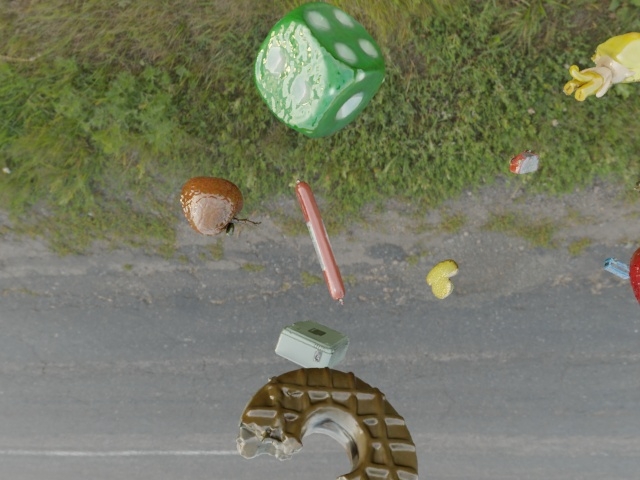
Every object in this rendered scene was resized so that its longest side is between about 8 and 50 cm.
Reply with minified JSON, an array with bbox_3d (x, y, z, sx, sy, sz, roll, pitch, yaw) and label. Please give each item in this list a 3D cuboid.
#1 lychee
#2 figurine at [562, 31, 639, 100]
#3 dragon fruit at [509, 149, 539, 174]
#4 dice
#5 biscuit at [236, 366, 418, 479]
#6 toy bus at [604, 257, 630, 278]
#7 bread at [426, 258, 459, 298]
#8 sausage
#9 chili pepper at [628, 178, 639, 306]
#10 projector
[{"bbox_3d":[-0.175,-0.060,0.761,0.140,0.114,0.101,19,128,-3],"label":"lychee"},{"bbox_3d":[0.741,-0.442,1.097,0.246,0.156,0.131,-35,146,-7],"label":"figurine"},{"bbox_3d":[0.567,-0.222,1.216,0.083,0.060,0.056,-16,121,-18],"label":"dragon fruit"},{"bbox_3d":[-0.003,-0.516,1.328,0.300,0.297,0.287,52,137,6],"label":"dice"},{"bbox_3d":[0.030,0.395,0.872,0.366,0.268,0.115,32,129,16],"label":"biscuit"},{"bbox_3d":[1.015,0.094,1.478,0.083,0.046,0.038,29,164,10],"label":"toy bus"},{"bbox_3d":[0.552,0.170,1.894,0.065,0.149,0.188,11,138,-31],"label":"bread"},{"bbox_3d":[0.000,0.000,0.812,0.034,0.253,0.034,-18,172,-3],"label":"sausage"},{"bbox_3d":[0.363,0.109,0.392,0.110,0.388,0.110,-5,166,-1],"label":"chili pepper"},{"bbox_3d":[-0.021,0.353,1.487,0.192,0.099,0.256,19,-177,19],"label":"projector"}]
